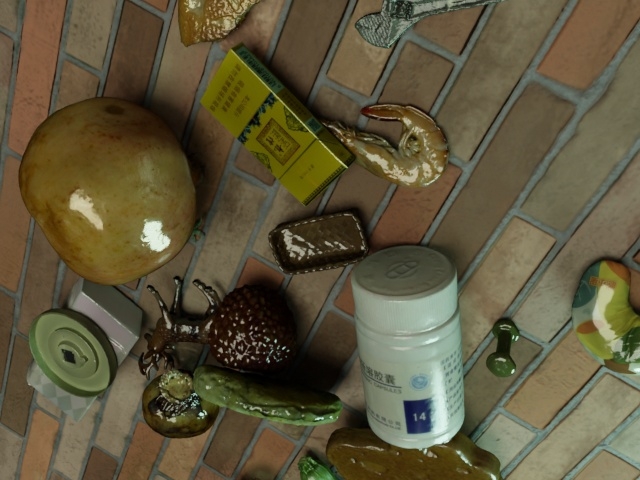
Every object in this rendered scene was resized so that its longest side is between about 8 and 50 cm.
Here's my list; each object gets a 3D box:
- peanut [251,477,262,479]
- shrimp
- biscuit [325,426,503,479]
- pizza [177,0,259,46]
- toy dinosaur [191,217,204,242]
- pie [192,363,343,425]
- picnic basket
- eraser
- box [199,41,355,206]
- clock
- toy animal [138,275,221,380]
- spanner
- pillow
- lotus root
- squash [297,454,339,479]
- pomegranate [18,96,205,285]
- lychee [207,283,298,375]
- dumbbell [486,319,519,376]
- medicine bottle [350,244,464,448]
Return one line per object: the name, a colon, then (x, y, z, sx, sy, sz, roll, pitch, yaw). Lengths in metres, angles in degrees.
peanut: (-0.191, 0.715, 1.522, 0.140, 0.153, 0.325, 18, 127, 6)
shrimp: (0.108, -0.175, 1.030, 0.236, 0.053, 0.132, 25, 116, 10)
biscuit: (0.196, 0.491, 1.280, 0.381, 0.074, 0.358, 28, 131, -2)
pizza: (-0.167, -0.414, 1.015, 0.161, 0.062, 0.181, 14, 114, 21)
toy dinosaur: (-0.271, -0.027, 1.263, 0.062, 0.021, 0.083, 29, 123, 20)
pie: (-0.107, 0.312, 1.239, 0.324, 0.323, 0.070, 10, 82, 16)
picnic basket: (0.000, 0.000, 1.154, 0.194, 0.055, 0.110, -11, 110, 25)
eraser: (-0.587, 0.265, 1.486, 0.213, 0.082, 0.396, 39, 122, -2)
box: (-0.080, -0.198, 1.070, 0.279, 0.041, 0.153, 45, 140, -4)
clock: (-0.586, 0.267, 1.420, 0.235, 0.029, 0.234, 8, 117, 17)
toy animal: (-0.319, 0.210, 1.360, 0.244, 0.087, 0.259, 7, 114, 19)
spanner: (0.206, -0.361, 0.918, 0.326, 0.026, 0.093, -5, 114, 21)
pillow: (0.543, 0.122, 1.004, 0.234, 0.086, 0.214, -10, 100, 27)
lotus root: (-0.314, 0.379, 1.374, 0.170, 0.141, 0.314, 4, 154, -6)
squash: (0.025, 0.594, 1.429, 0.219, 0.068, 0.077, 49, 137, -8)
pomegranate: (-0.360, -0.095, 1.109, 0.339, 0.338, 0.338, 8, 117, 17)
lychee: (-0.135, 0.180, 1.231, 0.188, 0.188, 0.188, 8, 117, 17)
dumbbell: (0.330, 0.193, 1.089, 0.046, 0.118, 0.052, -33, 102, 34)
medicine bottle: (0.163, 0.192, 1.109, 0.190, 0.190, 0.332, 1, 115, 20)
